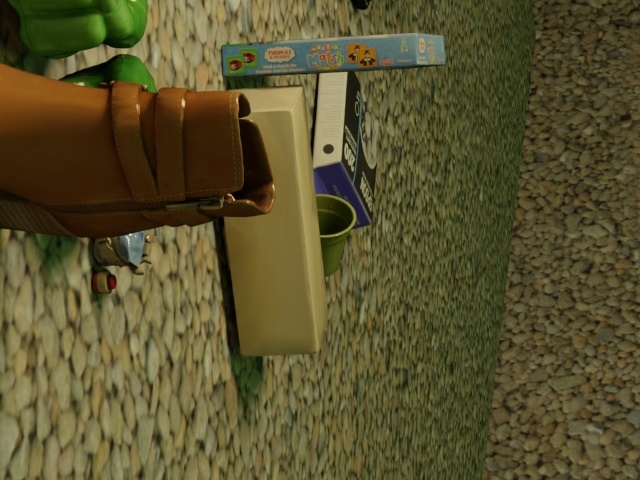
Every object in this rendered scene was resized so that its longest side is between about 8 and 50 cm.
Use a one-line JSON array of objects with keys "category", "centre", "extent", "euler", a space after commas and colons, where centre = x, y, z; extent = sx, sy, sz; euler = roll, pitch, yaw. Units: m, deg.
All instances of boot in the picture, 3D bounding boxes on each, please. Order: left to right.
[{"category": "boot", "centre": [-0.161, -0.073, 1.095], "extent": [0.283, 0.220, 0.109], "euler": [63, 30, -59]}]

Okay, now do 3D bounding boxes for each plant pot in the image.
[{"category": "plant pot", "centre": [0.000, 0.000, 2.008], "extent": [0.083, 0.083, 0.079], "euler": [-72, 168, -50]}]

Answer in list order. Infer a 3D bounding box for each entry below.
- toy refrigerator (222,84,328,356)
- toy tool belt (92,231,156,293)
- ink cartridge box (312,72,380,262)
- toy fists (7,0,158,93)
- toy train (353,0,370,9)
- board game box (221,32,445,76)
[{"category": "toy refrigerator", "centre": [-0.055, -0.020, 1.760], "extent": [0.102, 0.094, 0.270], "euler": [-72, 158, -68]}, {"category": "toy tool belt", "centre": [-0.164, 0.004, 1.411], "extent": [0.052, 0.051, 0.083], "euler": [48, 43, -68]}, {"category": "ink cartridge box", "centre": [0.033, -0.103, 2.186], "extent": [0.206, 0.045, 0.208], "euler": [59, 35, -63]}, {"category": "toy fists", "centre": [-0.176, -0.144, 1.293], "extent": [0.142, 0.096, 0.279], "euler": [-56, 144, -64]}, {"category": "toy train", "centre": [0.045, -0.371, 2.282], "extent": [0.158, 0.027, 0.036], "euler": [67, 37, -56]}, {"category": "board game box", "centre": [0.018, -0.201, 1.801], "extent": [0.160, 0.211, 0.039], "euler": [-22, 111, -75]}]
